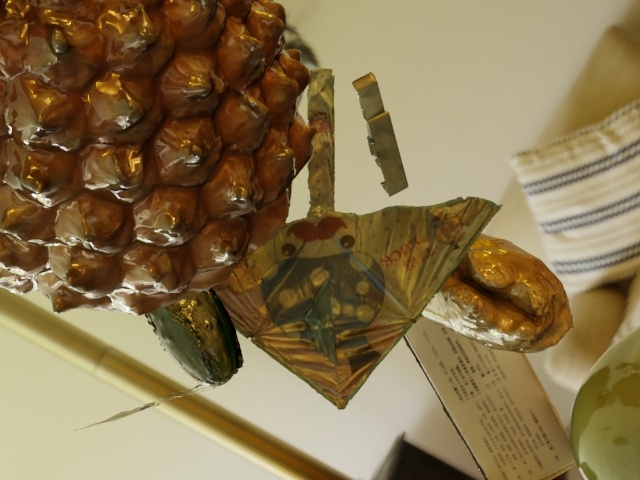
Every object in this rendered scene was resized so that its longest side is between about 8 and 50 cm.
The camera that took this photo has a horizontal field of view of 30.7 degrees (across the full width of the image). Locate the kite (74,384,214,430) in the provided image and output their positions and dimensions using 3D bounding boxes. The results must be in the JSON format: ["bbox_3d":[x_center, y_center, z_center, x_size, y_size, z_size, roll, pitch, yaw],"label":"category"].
[{"bbox_3d":[-0.234,0.230,1.635,0.229,0.016,0.127,-20,-1,-14],"label":"kite"}]

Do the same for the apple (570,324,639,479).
[{"bbox_3d":[0.521,0.253,1.542,0.357,0.357,0.357,-61,-1,-2],"label":"apple"}]

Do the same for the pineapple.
[{"bbox_3d":[-0.133,-0.136,0.528,0.223,0.222,0.357,-61,-30,-30],"label":"pineapple"}]

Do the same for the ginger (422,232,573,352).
[{"bbox_3d":[0.133,0.054,1.480,0.236,0.375,0.166,-11,-81,-52],"label":"ginger"}]

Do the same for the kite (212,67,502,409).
[{"bbox_3d":[0.000,0.000,1.070,0.011,0.335,0.314,-18,-77,-86],"label":"kite"}]

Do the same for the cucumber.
[{"bbox_3d":[-0.141,0.031,1.027,0.069,0.227,0.069,-32,-16,-10],"label":"cucumber"}]

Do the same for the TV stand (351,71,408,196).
[{"bbox_3d":[0.087,-0.147,1.676,0.036,0.042,0.249,-26,-35,-3],"label":"TV stand"}]

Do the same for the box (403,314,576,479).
[{"bbox_3d":[0.243,0.200,1.762,0.145,0.333,0.173,-29,11,5],"label":"box"}]
